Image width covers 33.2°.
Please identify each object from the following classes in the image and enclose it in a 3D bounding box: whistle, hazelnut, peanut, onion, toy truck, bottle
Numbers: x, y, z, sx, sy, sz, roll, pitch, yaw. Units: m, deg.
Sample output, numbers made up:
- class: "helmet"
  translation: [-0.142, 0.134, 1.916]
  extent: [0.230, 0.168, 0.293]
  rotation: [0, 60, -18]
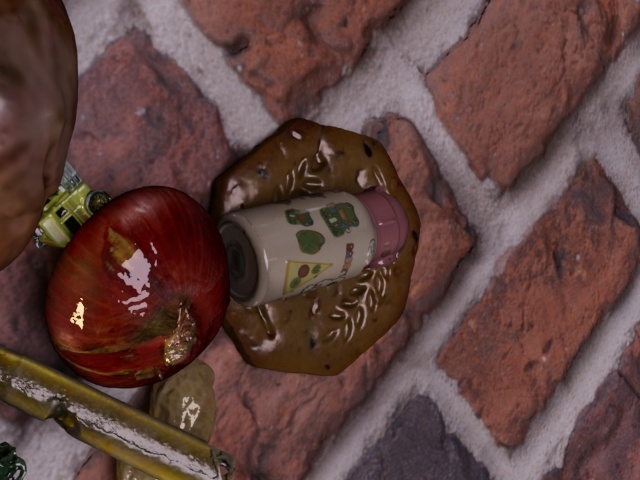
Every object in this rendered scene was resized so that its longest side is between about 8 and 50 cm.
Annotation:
- class: "whistle"
  translation: [-0.241, 0.204, 1.209]
  extent: [0.326, 0.057, 0.068]
  rotation: [29, 50, -15]
- class: "hazelnut"
  translation: [-0.386, -0.121, 0.973]
  extent: [0.315, 0.372, 0.373]
  rotation: [-12, 103, -64]
- class: "peanut"
  translation: [-0.185, 0.247, 1.302]
  extent: [0.098, 0.090, 0.214]
  rotation: [19, 78, 8]
- class: "onion"
  translation: [-0.195, 0.060, 1.215]
  extent: [0.248, 0.161, 0.248]
  rotation: [18, 90, -73]
- class: "toy truck"
  translation: [-0.317, -0.063, 1.181]
  extent: [0.100, 0.077, 0.169]
  rotation: [-47, 120, -24]
- class: "bottle"
  translation: [0.000, 0.000, 1.337]
  extent: [0.253, 0.120, 0.120]
  rotation: [-13, 102, -34]

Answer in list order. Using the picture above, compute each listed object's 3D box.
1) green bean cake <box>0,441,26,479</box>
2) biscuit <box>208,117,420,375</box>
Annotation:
- class: "green bean cake"
  translation: [-0.429, 0.208, 1.092]
  extent: [0.193, 0.107, 0.208]
  rotation: [-32, 109, -29]
- class: "biscuit"
  translation: [-0.005, 0.012, 1.438]
  extent: [0.359, 0.046, 0.359]
  rotation: [-3, 95, -36]
